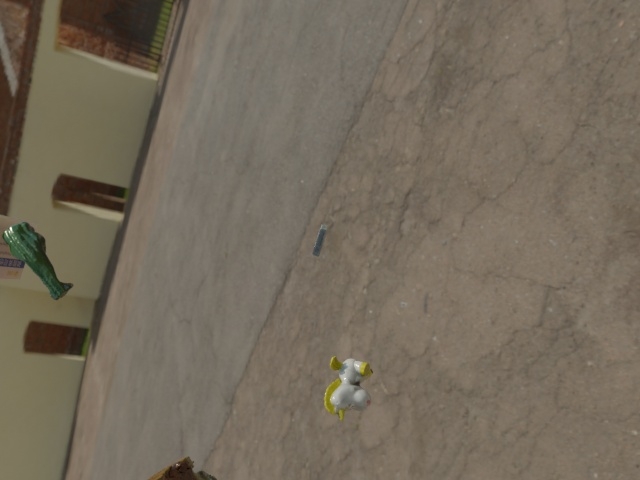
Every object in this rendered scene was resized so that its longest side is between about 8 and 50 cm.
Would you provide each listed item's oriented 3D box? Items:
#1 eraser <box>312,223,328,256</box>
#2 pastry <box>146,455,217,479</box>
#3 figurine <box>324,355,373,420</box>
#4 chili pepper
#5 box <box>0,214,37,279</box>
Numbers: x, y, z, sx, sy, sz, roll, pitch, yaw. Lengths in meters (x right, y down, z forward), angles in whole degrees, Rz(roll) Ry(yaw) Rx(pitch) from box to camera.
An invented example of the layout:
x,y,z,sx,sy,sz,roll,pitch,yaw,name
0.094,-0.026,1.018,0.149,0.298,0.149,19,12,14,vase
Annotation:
x,y,z,sx,sy,sz,roll,pitch,yaw,name
0.000,0.000,2.222,0.052,0.029,0.122,-50,-23,-86,eraser
-0.308,0.582,1.175,0.170,0.256,0.236,-22,87,20,pastry
0.076,0.410,1.617,0.109,0.130,0.178,126,157,-55,figurine
-0.747,0.051,1.566,0.083,0.253,0.099,-39,-11,-9,chili pepper
-1.005,0.015,1.794,0.343,0.065,0.200,58,-133,-83,box
